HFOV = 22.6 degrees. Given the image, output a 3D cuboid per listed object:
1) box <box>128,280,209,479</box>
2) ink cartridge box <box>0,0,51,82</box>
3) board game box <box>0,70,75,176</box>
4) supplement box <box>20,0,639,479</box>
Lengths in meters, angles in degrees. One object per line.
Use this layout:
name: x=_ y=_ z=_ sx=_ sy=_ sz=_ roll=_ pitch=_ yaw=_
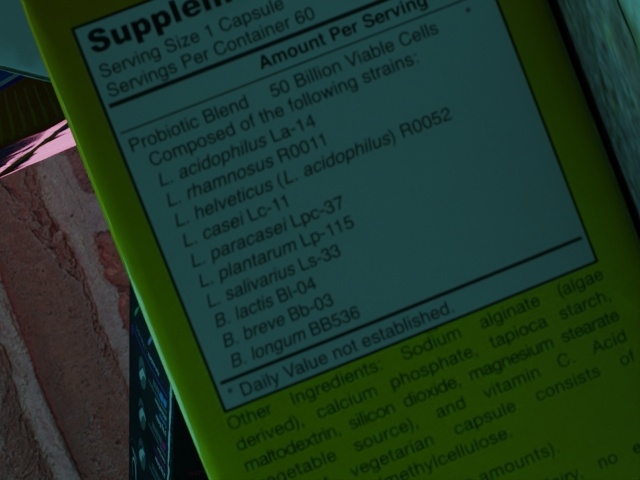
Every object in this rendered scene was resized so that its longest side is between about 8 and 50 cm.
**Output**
box: x=-0.056 y=0.103 z=1.244 sx=0.143 sy=0.165 sz=0.270 roll=-127 pitch=36 yaw=-58
ink cartridge box: x=-0.192 y=-0.290 z=1.118 sx=0.223 sy=0.129 sz=0.307 roll=-57 pitch=37 yaw=33
board game box: x=-0.338 y=-0.241 z=1.448 sx=0.356 sy=0.356 sz=0.356 roll=65 pitch=155 yaw=-3
supplement box: x=0.029 y=0.030 z=0.710 sx=0.195 sy=0.194 sz=0.356 roll=-167 pitch=56 yaw=-85
